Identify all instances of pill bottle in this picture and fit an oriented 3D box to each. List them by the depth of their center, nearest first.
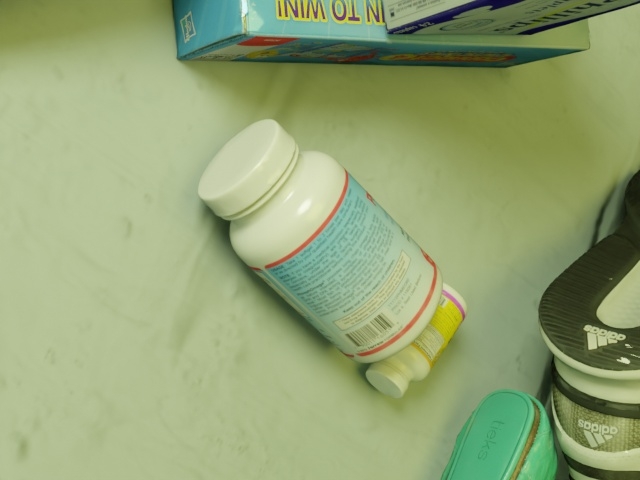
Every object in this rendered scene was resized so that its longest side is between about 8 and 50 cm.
[{"bbox_3d":[0.000,0.000,0.690,0.160,0.087,0.087,45,63,-27],"label":"pill bottle"},{"bbox_3d":[0.066,0.070,0.762,0.043,0.043,0.083,50,62,-24],"label":"pill bottle"}]

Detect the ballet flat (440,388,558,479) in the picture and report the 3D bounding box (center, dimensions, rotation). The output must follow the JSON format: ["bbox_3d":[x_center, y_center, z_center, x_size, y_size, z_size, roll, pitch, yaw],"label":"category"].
[{"bbox_3d":[0.101,0.223,0.762,0.247,0.083,0.087,-54,131,-23],"label":"ballet flat"}]

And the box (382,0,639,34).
[{"bbox_3d":[0.125,-0.172,0.658,0.137,0.126,0.072,-9,92,-36],"label":"box"}]

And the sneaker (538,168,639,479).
[{"bbox_3d":[0.320,0.088,0.914,0.448,0.169,0.257,-32,127,-40],"label":"sneaker"}]

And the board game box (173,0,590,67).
[{"bbox_3d":[0.041,-0.275,0.734,0.308,0.086,0.301,-5,91,-36],"label":"board game box"}]
